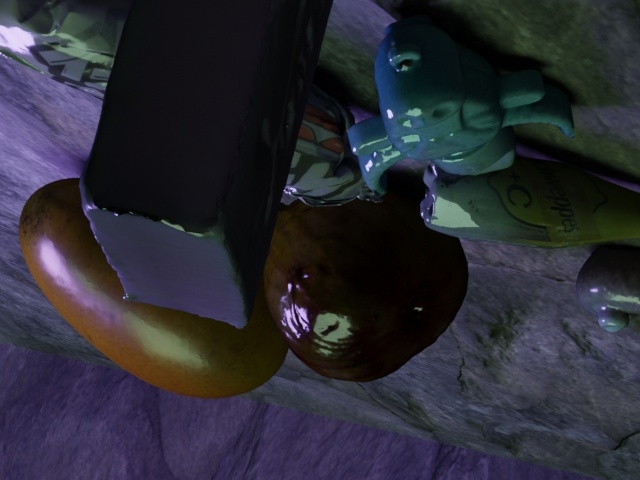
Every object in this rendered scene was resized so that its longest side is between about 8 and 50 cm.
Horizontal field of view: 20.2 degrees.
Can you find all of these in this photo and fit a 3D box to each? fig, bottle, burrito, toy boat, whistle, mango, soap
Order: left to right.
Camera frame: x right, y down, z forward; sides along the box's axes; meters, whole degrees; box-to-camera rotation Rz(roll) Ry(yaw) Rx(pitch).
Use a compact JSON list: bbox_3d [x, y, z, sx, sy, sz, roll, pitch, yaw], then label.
[{"bbox_3d":[-0.206,0.052,2.217,0.378,0.221,0.264,33,166,-21],"label":"mango"},{"bbox_3d":[-0.099,-0.131,1.600,0.445,0.101,0.139,26,158,-29],"label":"burrito"},{"bbox_3d":[-0.070,-0.113,1.234,0.107,0.296,0.285,12,168,5],"label":"soap"},{"bbox_3d":[0.000,0.000,1.936,0.321,0.217,0.217,42,-177,35],"label":"fig"},{"bbox_3d":[0.105,-0.108,1.485,0.186,0.093,0.274,-17,159,16],"label":"whistle"},{"bbox_3d":[0.229,-0.032,1.659,0.269,0.083,0.083,5,167,-7],"label":"bottle"},{"bbox_3d":[0.368,0.080,1.939,0.227,0.085,0.155,26,164,-36],"label":"toy boat"}]
